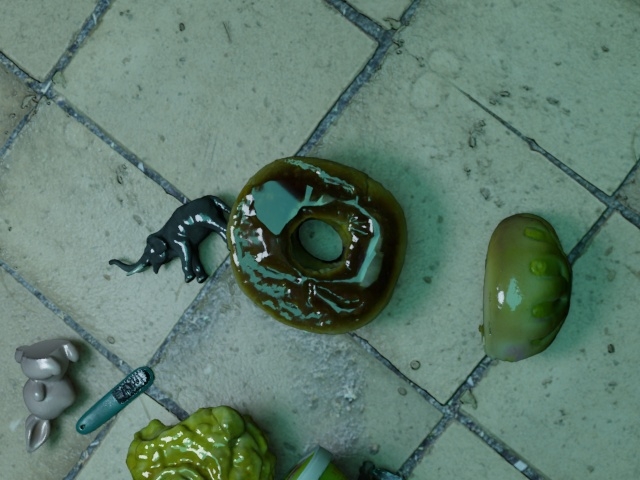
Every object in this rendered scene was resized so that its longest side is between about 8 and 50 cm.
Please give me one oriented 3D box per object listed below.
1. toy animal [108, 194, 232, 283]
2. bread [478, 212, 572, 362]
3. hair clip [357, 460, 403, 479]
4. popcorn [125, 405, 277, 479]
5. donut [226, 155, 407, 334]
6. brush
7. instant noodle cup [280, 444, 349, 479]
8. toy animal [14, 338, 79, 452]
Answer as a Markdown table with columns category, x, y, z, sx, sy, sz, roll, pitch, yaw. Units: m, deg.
| category | x | y | z | sx | sy | sz | roll | pitch | yaw |
| --- | --- | --- | --- | --- | --- | --- | --- | --- | --- |
| toy animal | -0.264 | 0.019 | 1.910 | 0.269 | 0.082 | 0.137 | -36 | 80 | 12 |
| bread | 0.356 | 0.082 | 1.755 | 0.158 | 0.156 | 0.261 | 4 | 91 | 12 |
| hair clip | 0.209 | 0.533 | 1.829 | 0.358 | 0.095 | 0.110 | 34 | 57 | 1 |
| popcorn | -0.208 | 0.422 | 1.821 | 0.250 | 0.235 | 0.242 | -25 | 99 | 14 |
| donut | 0.000 | 0.000 | 1.820 | 0.330 | 0.160 | 0.330 | 1 | 99 | 4 |
| brush | -0.402 | 0.311 | 1.955 | 0.193 | 0.032 | 0.043 | -39 | 83 | 6 |
| instant noodle cup | 0.024 | 0.560 | 1.757 | 0.308 | 0.294 | 0.294 | 40 | 96 | 1 |
| toy animal | -0.518 | 0.297 | 1.947 | 0.124 | 0.124 | 0.213 | 7 | 112 | 10 |
